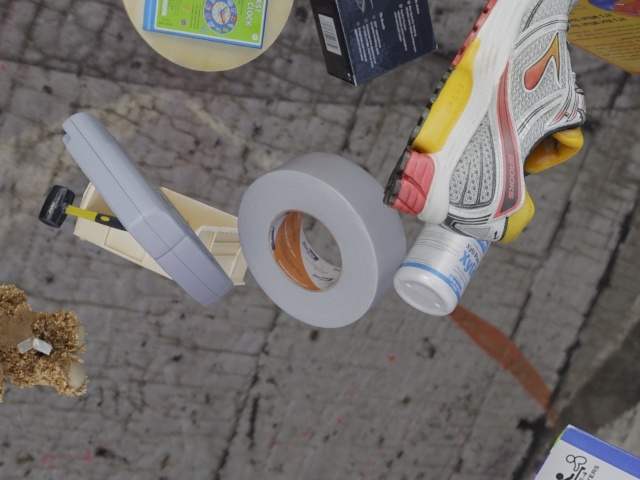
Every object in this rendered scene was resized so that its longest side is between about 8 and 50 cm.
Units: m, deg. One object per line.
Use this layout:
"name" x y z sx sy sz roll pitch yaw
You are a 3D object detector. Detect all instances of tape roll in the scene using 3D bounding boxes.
"tape roll" 0.000 0.000 1.340 0.072 0.219 0.219 -33 132 -45

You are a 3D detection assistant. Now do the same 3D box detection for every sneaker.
"sneaker" 0.121 -0.087 0.649 0.225 0.093 0.088 -60 177 -27

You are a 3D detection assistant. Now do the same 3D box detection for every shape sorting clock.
"shape sorting clock" -0.119 -0.285 1.116 0.206 0.040 0.206 -5 101 -26

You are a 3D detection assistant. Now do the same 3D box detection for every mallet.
"mallet" -0.338 -0.027 1.539 0.062 0.190 0.039 -61 150 -12

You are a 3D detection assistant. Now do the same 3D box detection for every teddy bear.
"teddy bear" -0.558 0.180 1.836 0.338 0.113 0.245 1 65 -44

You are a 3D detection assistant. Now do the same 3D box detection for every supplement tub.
"supplement tub" 0.126 0.016 1.066 0.107 0.071 0.071 -57 138 -24

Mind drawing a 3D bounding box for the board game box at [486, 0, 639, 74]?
"board game box" 0.422 -0.430 1.227 0.356 0.357 0.356 18 85 -29

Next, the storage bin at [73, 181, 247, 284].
"storage bin" -0.292 -0.014 2.015 0.260 0.262 0.123 3 108 -65

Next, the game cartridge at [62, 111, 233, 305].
"game cartridge" -0.203 -0.023 1.299 0.062 0.198 0.297 -42 157 -5

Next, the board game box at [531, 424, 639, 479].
"board game box" 0.120 0.256 0.415 0.233 0.078 0.347 -53 136 -14

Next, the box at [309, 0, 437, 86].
"box" 0.079 -0.341 1.592 0.158 0.093 0.156 -26 121 -20
